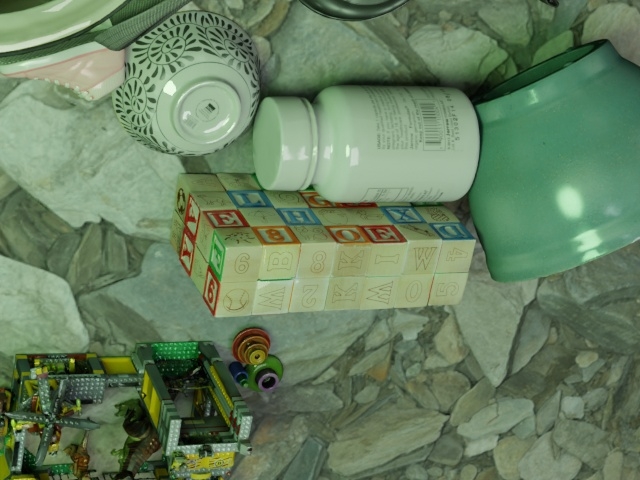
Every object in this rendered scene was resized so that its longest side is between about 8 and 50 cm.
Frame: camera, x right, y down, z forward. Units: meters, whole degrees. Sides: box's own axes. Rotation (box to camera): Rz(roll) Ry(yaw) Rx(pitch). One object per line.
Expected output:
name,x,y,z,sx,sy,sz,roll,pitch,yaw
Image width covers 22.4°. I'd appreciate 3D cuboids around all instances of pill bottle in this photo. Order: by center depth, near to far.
pill bottle,0.048,-0.107,1.785,0.229,0.131,0.131,-1,119,-21

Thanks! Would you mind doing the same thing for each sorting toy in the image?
sorting toy,-0.076,0.153,1.940,0.061,0.042,0.102,-28,126,-5

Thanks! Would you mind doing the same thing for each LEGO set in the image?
LEGO set,-0.223,0.251,1.844,0.331,0.192,0.255,8,115,-26

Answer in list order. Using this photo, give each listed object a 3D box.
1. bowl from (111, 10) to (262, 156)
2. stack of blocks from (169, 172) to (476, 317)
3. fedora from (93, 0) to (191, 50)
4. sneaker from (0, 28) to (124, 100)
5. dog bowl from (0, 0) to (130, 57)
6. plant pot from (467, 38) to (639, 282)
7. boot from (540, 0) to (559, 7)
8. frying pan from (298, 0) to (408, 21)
bowl,-0.131,-0.152,1.717,0.170,0.080,0.170,-10,121,-17
stack of blocks,0.000,0.000,1.804,0.297,0.171,0.087,-1,119,-23
fedora,-0.133,-0.299,1.557,0.275,0.244,0.124,-26,103,43
sneaker,-0.263,-0.171,1.668,0.134,0.051,0.070,-16,118,-19
dog bowl,-0.307,-0.364,1.360,0.408,0.150,0.408,-5,104,-22
plant pot,0.285,-0.106,1.820,0.293,0.293,0.196,-27,98,-6
boot,0.227,-0.375,1.718,0.229,0.091,0.263,-5,128,-40
frying pan,0.109,-0.344,1.728,0.326,0.053,0.197,-22,126,-6
